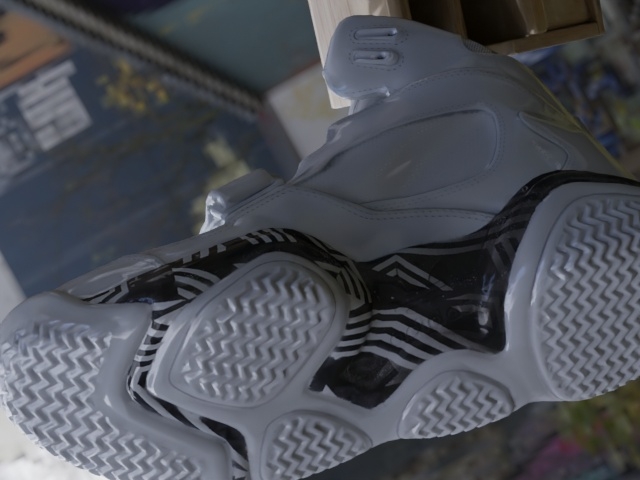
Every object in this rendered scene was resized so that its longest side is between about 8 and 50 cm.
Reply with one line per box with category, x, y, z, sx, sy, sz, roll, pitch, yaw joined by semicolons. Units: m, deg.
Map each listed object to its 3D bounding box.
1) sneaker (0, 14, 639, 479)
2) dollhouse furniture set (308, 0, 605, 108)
sneaker;0.000;0.000;0.991;0.210;0.366;0.137;-119;25;-46
dollhouse furniture set;0.213;-0.214;1.189;0.256;0.394;0.362;-19;-82;-52
